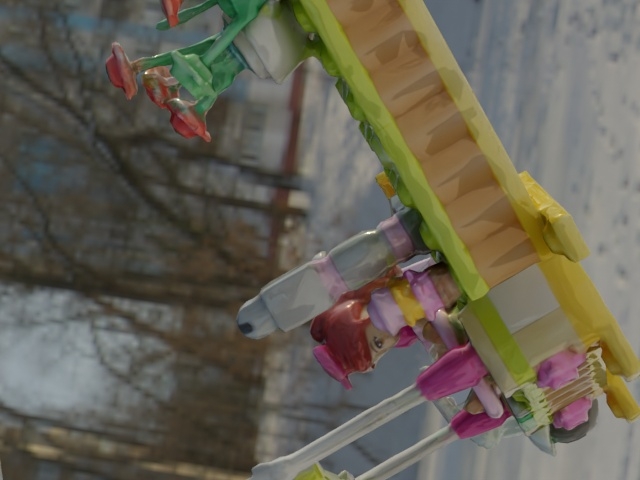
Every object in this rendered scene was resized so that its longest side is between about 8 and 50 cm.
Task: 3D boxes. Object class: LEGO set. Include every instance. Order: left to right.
[{"bbox_3d":[0.000,0.000,0.410,0.132,0.107,0.287,62,-176,40],"label":"LEGO set"}]

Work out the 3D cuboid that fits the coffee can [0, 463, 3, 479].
[{"bbox_3d":[-0.236,0.045,0.643,0.201,0.201,0.275,-18,-81,-87],"label":"coffee can"}]
